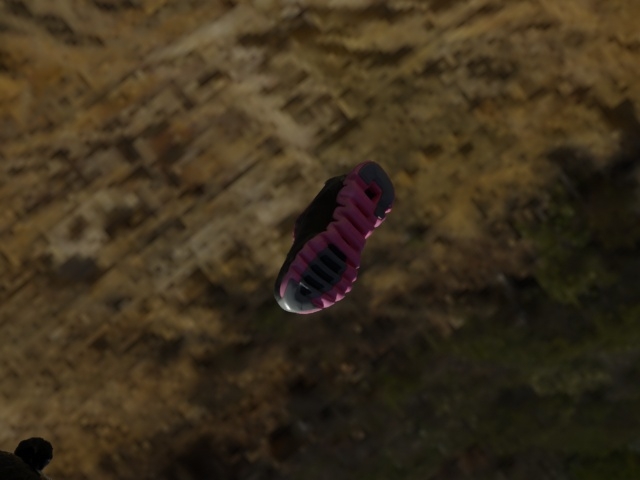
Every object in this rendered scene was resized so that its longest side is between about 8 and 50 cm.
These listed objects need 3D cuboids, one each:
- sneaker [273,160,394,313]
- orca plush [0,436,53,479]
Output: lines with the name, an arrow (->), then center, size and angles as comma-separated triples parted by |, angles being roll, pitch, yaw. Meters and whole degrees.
sneaker -> 0.000, 0.000, 1.096 | 0.057, 0.047, 0.119 | -3, -136, 47
orca plush -> -0.275, 0.228, 1.351 | 0.151, 0.102, 0.287 | -52, -143, 3
